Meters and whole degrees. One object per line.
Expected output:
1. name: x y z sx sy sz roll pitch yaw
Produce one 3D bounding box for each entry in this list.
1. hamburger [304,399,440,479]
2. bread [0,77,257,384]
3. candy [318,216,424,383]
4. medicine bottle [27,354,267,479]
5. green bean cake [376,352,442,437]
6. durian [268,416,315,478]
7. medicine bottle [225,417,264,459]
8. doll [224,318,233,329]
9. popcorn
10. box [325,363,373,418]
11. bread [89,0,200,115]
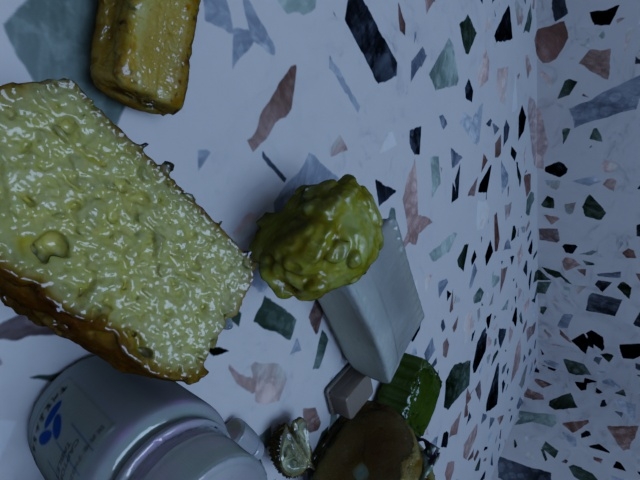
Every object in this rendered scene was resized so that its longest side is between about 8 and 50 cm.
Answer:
1. hamburger: 0.122 0.552 0.930 0.318 0.277 0.195 -36 115 -33
2. bread: -0.250 0.004 0.445 0.340 0.179 0.194 49 55 -25
3. candy: 0.109 0.132 0.917 0.208 0.145 0.359 -49 131 -32
4. medicine bottle: -0.204 0.250 0.465 0.170 0.293 0.170 -11 105 -49
5. green bean cake: 0.265 0.455 1.185 0.214 0.113 0.200 47 63 -42
6. durian: -0.062 0.433 0.836 0.110 0.071 0.140 -48 117 -38
7. medicine bottle: -0.143 0.373 0.743 0.052 0.052 0.089 -51 132 -30
8. doll: -0.197 0.065 0.620 0.114 0.057 0.227 -30 128 -35
9. popcorn: 0.000 0.000 0.704 0.192 0.233 0.266 51 18 -13
10. box: 0.075 0.371 0.987 0.122 0.062 0.089 -34 122 -39
11. bread: -0.216 -0.273 0.505 0.114 0.083 0.211 13 88 -55
